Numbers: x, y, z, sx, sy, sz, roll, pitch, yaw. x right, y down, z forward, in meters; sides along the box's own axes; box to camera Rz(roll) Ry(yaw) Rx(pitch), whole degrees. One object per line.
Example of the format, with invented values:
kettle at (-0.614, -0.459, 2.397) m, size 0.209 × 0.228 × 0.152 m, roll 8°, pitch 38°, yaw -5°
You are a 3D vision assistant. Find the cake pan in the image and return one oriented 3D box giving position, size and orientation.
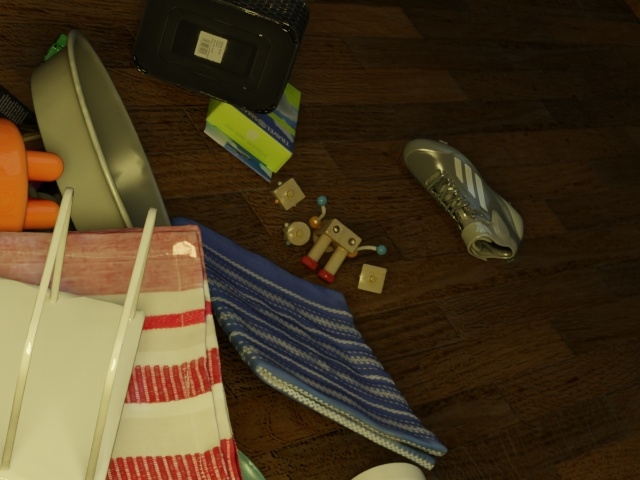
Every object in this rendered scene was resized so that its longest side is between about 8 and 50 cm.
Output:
cake pan at (-0.204, -0.057, 1.824) m, size 0.293 × 0.054 × 0.293 m, roll -21°, pitch 90°, yaw -87°

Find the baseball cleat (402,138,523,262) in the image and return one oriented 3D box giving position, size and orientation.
baseball cleat at (0.189, -0.051, 2.513) m, size 0.206 × 0.072 × 0.109 m, roll 36°, pitch 35°, yaw -13°

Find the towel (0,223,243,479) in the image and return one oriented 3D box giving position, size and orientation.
towel at (-0.190, 0.133, 1.538) m, size 0.237 × 0.037 × 0.329 m, roll -3°, pitch 60°, yaw -15°

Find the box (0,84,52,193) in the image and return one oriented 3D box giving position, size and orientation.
box at (-0.328, -0.112, 1.883) m, size 0.162 × 0.029 × 0.116 m, roll 42°, pitch 28°, yaw -13°

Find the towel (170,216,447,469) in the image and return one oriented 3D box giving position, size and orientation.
towel at (-0.020, 0.093, 1.932) m, size 0.243 × 0.040 × 0.336 m, roll 29°, pitch 12°, yaw -30°

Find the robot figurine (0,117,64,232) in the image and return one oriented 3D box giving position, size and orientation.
robot figurine at (-0.335, -0.048, 1.638) m, size 0.219 × 0.158 × 0.128 m, roll 0°, pitch 42°, yaw -24°

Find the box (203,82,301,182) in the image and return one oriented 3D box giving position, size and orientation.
box at (-0.081, -0.156, 2.292) m, size 0.109 × 0.042 × 0.178 m, roll 37°, pitch 27°, yaw -19°

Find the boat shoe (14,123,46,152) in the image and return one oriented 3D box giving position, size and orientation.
boat shoe at (-0.315, -0.068, 1.793) m, size 0.178 × 0.064 × 0.060 m, roll -30°, pitch 120°, yaw -50°

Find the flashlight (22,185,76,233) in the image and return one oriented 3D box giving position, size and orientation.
flashlight at (-0.234, 0.082, 1.675) m, size 0.103 × 0.103 × 0.304 m, roll 26°, pitch 34°, yaw -41°

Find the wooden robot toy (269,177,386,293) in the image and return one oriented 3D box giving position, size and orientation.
wooden robot toy at (0.000, 0.000, 2.199) m, size 0.173 × 0.076 × 0.079 m, roll 40°, pitch -8°, yaw -14°

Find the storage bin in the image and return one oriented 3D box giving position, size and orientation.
storage bin at (-0.115, -0.237, 2.205) m, size 0.180 × 0.122 × 0.084 m, roll 19°, pitch 31°, yaw -1°

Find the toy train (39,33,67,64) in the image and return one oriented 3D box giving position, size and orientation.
toy train at (-0.288, -0.202, 2.080) m, size 0.023 × 0.017 × 0.083 m, roll 31°, pitch 29°, yaw -9°

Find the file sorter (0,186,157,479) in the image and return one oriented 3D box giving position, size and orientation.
file sorter at (-0.273, 0.052, 1.427) m, size 0.277 × 0.173 × 0.193 m, roll 14°, pitch 47°, yaw -5°

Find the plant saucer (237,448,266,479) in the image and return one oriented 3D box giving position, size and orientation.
plant saucer at (-0.091, 0.235, 1.764) m, size 0.119 × 0.021 × 0.119 m, roll 35°, pitch 28°, yaw -22°

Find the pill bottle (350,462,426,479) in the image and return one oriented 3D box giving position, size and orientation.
pill bottle at (0.089, 0.323, 1.796) m, size 0.121 × 0.121 × 0.216 m, roll 22°, pitch 36°, yaw -41°
